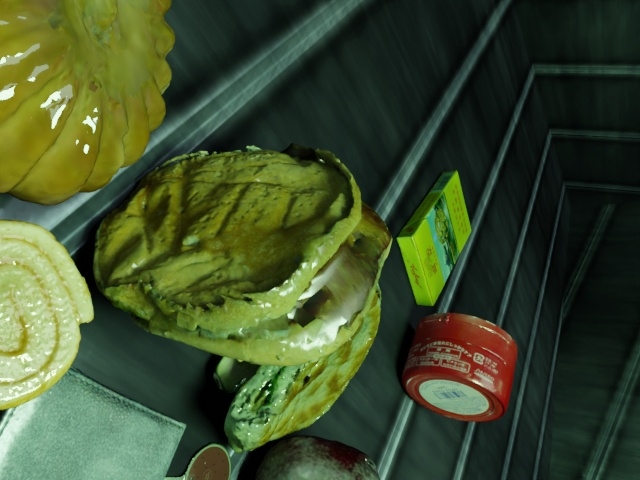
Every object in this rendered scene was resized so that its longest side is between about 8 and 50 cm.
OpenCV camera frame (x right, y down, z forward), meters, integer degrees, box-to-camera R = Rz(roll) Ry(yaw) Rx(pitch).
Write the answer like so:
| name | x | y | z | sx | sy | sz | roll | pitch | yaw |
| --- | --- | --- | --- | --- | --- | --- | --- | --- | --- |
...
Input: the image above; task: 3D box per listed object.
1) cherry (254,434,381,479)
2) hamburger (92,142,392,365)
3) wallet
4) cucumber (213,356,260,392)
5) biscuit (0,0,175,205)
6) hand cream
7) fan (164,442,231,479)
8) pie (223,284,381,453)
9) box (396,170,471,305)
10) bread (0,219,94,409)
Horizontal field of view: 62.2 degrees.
| name | x | y | z | sx | sy | sz | roll | pitch | yaw |
| --- | --- | --- | --- | --- | --- | --- | --- | --- | --- |
| cherry | -0.002 | 0.363 | 0.710 | 0.195 | 0.195 | 0.195 | 6 | 83 | -56 |
| hamburger | -0.074 | 0.010 | 0.567 | 0.134 | 0.285 | 0.265 | 75 | 33 | -47 |
| wallet | -0.235 | 0.220 | 0.511 | 0.222 | 0.036 | 0.167 | 49 | 48 | -45 |
| cucumber | -0.105 | 0.164 | 0.705 | 0.107 | 0.035 | 0.067 | -24 | 89 | -53 |
| biscuit | -0.212 | -0.190 | 0.433 | 0.326 | 0.107 | 0.325 | 7 | 90 | -77 |
| hand cream | 0.292 | 0.271 | 1.121 | 0.230 | 0.230 | 0.149 | 58 | 44 | -36 |
| fan | -0.155 | 0.292 | 0.649 | 0.133 | 0.005 | 0.085 | 32 | 63 | -51 |
| pie | -0.013 | 0.164 | 0.710 | 0.302 | 0.067 | 0.302 | -43 | 153 | -29 |
| box | 0.285 | -0.015 | 1.286 | 0.335 | 0.047 | 0.187 | -48 | 126 | -45 |
| bread | -0.253 | 0.057 | 0.429 | 0.122 | 0.073 | 0.149 | -23 | 92 | -45 |
